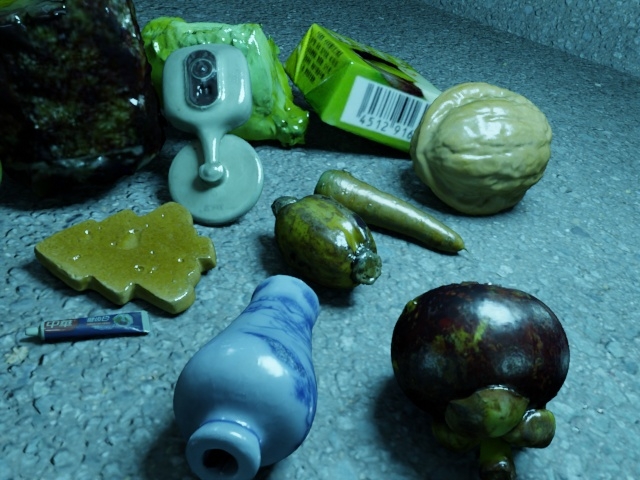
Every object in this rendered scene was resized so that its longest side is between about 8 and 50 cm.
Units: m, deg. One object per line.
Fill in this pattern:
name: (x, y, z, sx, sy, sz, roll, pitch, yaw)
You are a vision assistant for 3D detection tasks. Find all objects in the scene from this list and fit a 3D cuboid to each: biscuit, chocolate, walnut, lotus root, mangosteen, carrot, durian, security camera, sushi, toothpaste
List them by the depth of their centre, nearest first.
mangosteen: (0.174, 0.153, 0.609, 0.192, 0.192, 0.217, 5, 68, -8)
toothpaste: (-0.279, 0.104, 0.672, 0.140, 0.021, 0.037, -3, 40, -22)
biscuit: (-0.265, 0.021, 0.771, 0.239, 0.041, 0.212, 0, 43, -14)
lotus root: (0.000, 0.000, 0.808, 0.120, 0.120, 0.209, -23, 47, -37)
sushi: (-0.409, -0.259, 0.883, 0.281, 0.294, 0.299, -27, 37, -28)
security camera: (-0.178, -0.175, 0.898, 0.157, 0.080, 0.301, -6, 77, 0)
carrot: (0.128, -0.038, 0.938, 0.298, 0.078, 0.078, 24, 38, 9)
walnut: (0.289, -0.167, 1.028, 0.257, 0.257, 0.224, -4, 6, -19)
durian: (-0.187, -0.315, 1.080, 0.340, 0.256, 0.204, 4, 56, 1)
chocolate: (0.102, -0.328, 1.199, 0.301, 0.137, 0.289, 12, 30, -30)

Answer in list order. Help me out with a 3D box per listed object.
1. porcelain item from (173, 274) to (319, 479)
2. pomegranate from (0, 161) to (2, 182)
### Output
porcelain item: (-0.066, 0.136, 0.592, 0.141, 0.141, 0.259, 13, 28, 3)
pomegranate: (-0.539, -0.113, 0.727, 0.187, 0.225, 0.187, -6, 53, 8)
